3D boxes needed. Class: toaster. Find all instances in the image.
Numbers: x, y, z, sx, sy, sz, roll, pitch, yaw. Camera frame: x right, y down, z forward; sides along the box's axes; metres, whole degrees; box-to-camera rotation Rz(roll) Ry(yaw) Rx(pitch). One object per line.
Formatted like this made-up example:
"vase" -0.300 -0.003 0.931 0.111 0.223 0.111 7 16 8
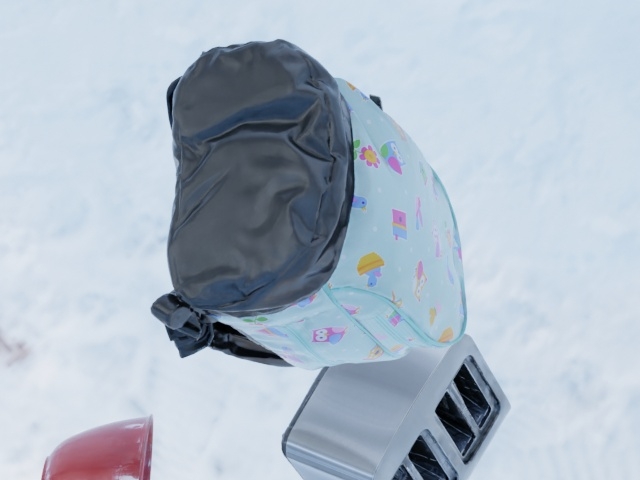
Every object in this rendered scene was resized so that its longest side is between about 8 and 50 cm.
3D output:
"toaster" 0.065 0.156 1.371 0.110 0.168 0.186 17 153 36

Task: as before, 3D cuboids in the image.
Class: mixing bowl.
"mixing bowl" -0.215 0.250 1.522 0.098 0.181 0.181 6 118 -3

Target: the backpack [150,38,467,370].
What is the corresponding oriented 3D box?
"backpack" 0.000 0.000 0.788 0.115 0.182 0.152 -2 67 23
